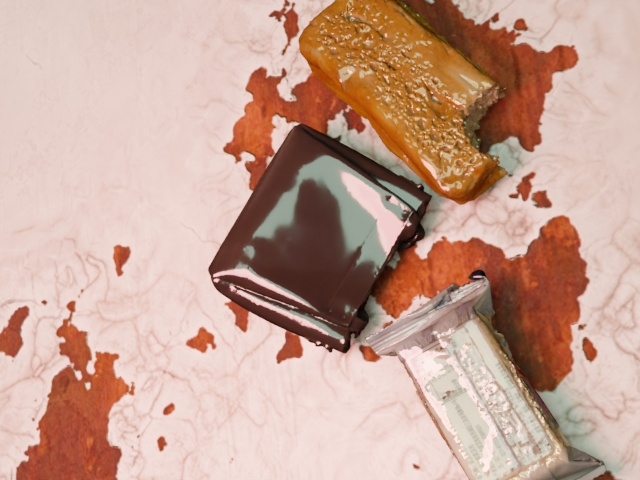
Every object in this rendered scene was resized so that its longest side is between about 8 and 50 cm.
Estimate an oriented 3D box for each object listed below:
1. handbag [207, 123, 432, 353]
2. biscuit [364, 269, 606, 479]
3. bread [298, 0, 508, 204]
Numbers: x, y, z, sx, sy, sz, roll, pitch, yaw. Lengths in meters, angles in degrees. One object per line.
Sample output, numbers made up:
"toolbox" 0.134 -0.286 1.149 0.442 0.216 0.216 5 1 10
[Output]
"handbag" 0.000 0.000 1.346 0.257 0.113 0.285 28 81 19
"biscuit" 0.216 0.209 1.207 0.186 0.079 0.309 -34 70 7
"bread" 0.140 -0.226 1.353 0.185 0.109 0.380 -42 67 2
